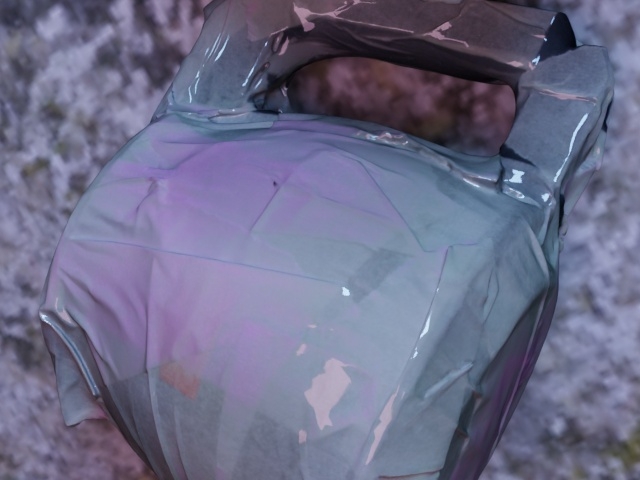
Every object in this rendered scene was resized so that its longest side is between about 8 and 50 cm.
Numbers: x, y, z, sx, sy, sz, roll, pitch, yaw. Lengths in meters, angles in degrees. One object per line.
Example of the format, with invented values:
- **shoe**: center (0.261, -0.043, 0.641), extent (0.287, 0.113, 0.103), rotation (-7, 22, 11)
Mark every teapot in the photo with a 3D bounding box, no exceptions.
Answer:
- **teapot**: center (-0.006, 0.005, 0.485), extent (0.178, 0.163, 0.221), rotation (26, 111, 17)

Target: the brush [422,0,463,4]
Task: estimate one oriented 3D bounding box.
- **brush**: center (0.005, -0.202, 0.424), extent (0.267, 0.166, 0.174), rotation (40, 112, 6)
